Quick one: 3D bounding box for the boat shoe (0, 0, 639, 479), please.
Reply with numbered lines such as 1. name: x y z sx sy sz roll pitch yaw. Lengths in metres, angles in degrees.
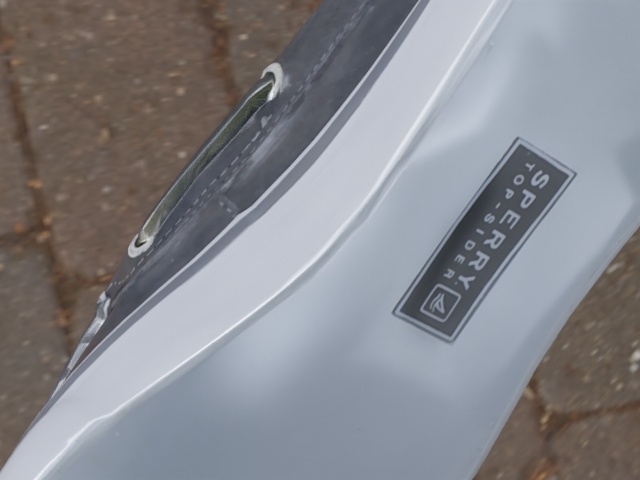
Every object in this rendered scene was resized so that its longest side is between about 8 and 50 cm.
1. boat shoe: 0.000 0.000 0.381 0.080 0.076 0.228 30 102 -30
